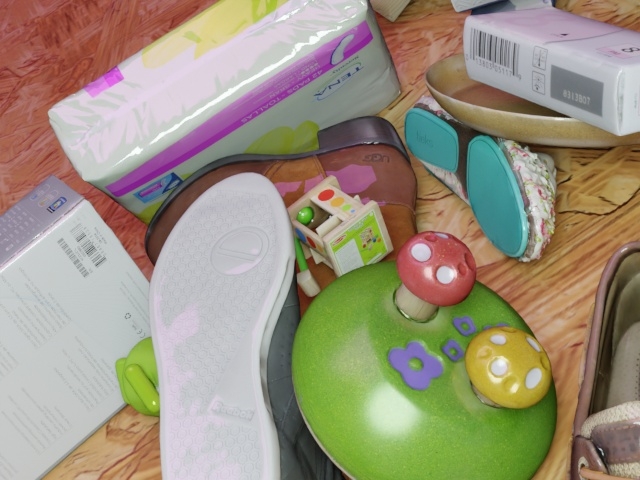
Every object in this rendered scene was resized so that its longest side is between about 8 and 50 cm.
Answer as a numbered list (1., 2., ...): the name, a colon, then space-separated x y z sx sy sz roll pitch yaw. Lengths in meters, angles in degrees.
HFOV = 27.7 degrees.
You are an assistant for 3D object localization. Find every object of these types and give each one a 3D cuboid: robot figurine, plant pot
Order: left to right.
1. robot figurine: -0.114 0.111 1.054 0.115 0.067 0.101 -2 12 40
2. plant pot: 0.201 -0.117 1.042 0.236 0.032 0.236 -1 21 0

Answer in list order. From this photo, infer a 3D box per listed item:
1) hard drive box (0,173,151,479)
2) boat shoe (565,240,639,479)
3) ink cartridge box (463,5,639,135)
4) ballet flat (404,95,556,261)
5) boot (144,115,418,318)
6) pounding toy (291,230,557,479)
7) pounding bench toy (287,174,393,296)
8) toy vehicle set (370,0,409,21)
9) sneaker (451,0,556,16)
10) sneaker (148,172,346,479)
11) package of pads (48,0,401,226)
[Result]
1. hard drive box: -0.253 0.090 1.099 0.232 0.181 0.089 -40 32 -14
2. boat shoe: 0.181 0.135 0.714 0.123 0.123 0.342 -13 37 29
3. ink cartridge box: 0.256 -0.144 0.994 0.232 0.066 0.189 -16 26 -24
4. ballet flat: 0.146 -0.062 1.061 0.077 0.091 0.241 -6 32 -19
5. boot: -0.026 0.038 1.088 0.264 0.096 0.280 -17 40 6
6. pounding toy: 0.076 0.084 0.796 0.110 0.183 0.237 118 175 -47
7. pounding bench toy: 0.000 0.000 1.003 0.083 0.052 0.065 -38 43 -17
8. toy vehicle set: 0.148 -0.377 1.442 0.166 0.035 0.267 -48 11 50
9. sneaker: 0.169 -0.360 1.251 0.127 0.315 0.182 -5 29 36
10. sneaker: -0.045 0.099 0.915 0.104 0.147 0.296 -14 52 15
11. package of pads: -0.075 -0.130 1.213 0.296 0.229 0.101 -31 73 3
